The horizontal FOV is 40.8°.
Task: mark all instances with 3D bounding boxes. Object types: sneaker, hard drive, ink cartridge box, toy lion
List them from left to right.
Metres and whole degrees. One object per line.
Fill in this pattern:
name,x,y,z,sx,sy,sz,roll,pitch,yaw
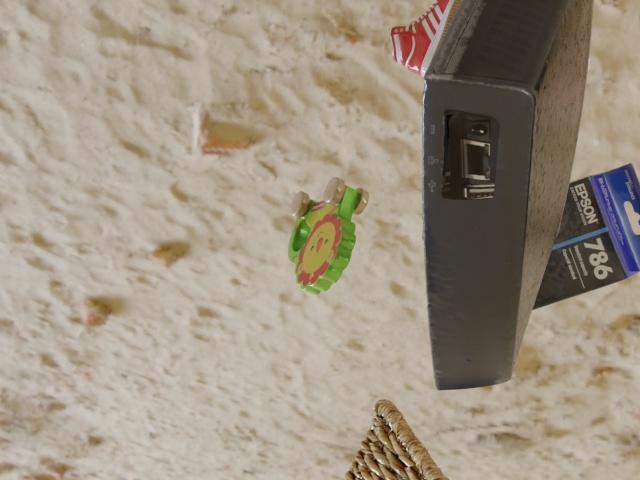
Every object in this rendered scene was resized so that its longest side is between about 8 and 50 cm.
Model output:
toy lion,0.000,0.000,0.723,0.034,0.096,0.100,24,161,-24
sneaker,0.121,-0.248,0.974,0.067,0.118,0.042,28,-169,26
hard drive,0.106,-0.037,0.487,0.054,0.172,0.254,14,143,20
ink cartridge box,0.334,0.012,1.289,0.333,0.165,0.065,-21,175,12

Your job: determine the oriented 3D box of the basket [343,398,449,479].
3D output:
basket,0.145,0.351,0.931,0.214,0.223,0.299,24,-173,-20
